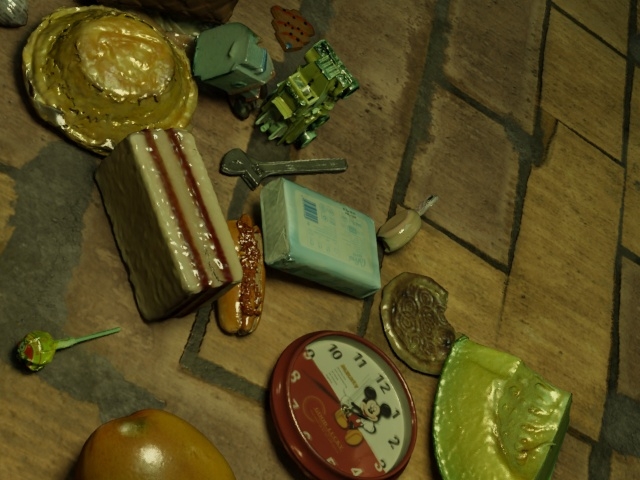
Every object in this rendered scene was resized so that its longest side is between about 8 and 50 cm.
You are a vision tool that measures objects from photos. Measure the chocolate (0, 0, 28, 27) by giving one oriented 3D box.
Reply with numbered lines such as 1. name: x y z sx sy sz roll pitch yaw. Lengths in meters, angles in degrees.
1. chocolate: -0.601 -0.463 1.791 0.167 0.072 0.072 52 48 1

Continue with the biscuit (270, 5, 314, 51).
1. biscuit: -0.064 -0.479 2.213 0.119 0.019 0.129 24 53 -22

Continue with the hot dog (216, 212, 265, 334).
1. hot dog: -0.148 0.054 1.809 0.102 0.076 0.249 12 59 -26

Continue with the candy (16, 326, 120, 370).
1. candy: -0.406 0.166 1.588 0.058 0.062 0.194 23 22 37

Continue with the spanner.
1. spanner: -0.070 -0.154 2.020 0.326 0.026 0.093 -6 68 -39

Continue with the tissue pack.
1. tissue pack: 0.000 0.000 1.908 0.263 0.089 0.177 23 52 -43

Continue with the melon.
1. melon: 0.350 0.399 1.879 0.331 0.226 0.343 45 60 -21

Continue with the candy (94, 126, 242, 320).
1. candy: -0.267 -0.030 1.703 0.135 0.179 0.320 -11 71 -38

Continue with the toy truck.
1. toy truck: -0.041 -0.279 1.951 0.135 0.259 0.128 -34 87 -42

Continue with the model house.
1. model house: -0.152 -0.339 1.898 0.149 0.148 0.119 31 58 -50

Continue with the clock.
1. clock: 0.042 0.315 1.792 0.319 0.080 0.318 21 50 -26

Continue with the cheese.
1. cheese: 0.185 -0.039 2.090 0.047 0.092 0.171 53 53 -18

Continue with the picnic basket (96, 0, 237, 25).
1. picnic basket: -0.265 -0.602 1.830 0.337 0.337 0.293 10 52 -31

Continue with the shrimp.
1. shrimp: -0.282 -0.431 1.983 0.446 0.110 0.221 44 54 -2

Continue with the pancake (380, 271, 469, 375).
1. pancake: 0.214 0.173 2.028 0.212 0.029 0.235 -15 72 -39

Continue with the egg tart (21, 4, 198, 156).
1. egg tart: -0.377 -0.312 1.801 0.341 0.132 0.341 11 67 -26

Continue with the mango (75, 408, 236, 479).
1. mango: -0.232 0.396 1.493 0.317 0.173 0.211 49 48 -11
